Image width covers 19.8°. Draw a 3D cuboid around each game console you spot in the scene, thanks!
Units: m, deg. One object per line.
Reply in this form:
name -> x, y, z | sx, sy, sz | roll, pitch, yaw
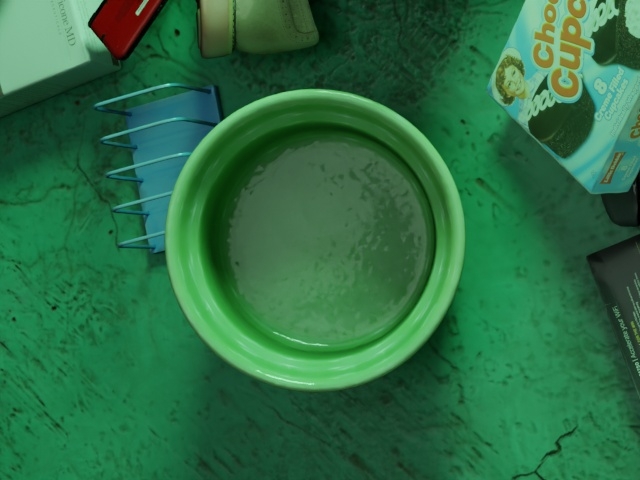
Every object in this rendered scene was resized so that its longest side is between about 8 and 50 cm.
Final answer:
game console -> -0.182, -0.272, 2.035 | 0.144, 0.085, 0.124 | -54, 47, 14

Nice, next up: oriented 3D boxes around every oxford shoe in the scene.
oxford shoe -> -0.062, -0.391, 2.006 | 0.146, 0.140, 0.397 | 1, 86, -4

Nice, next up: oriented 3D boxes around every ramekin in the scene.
ramekin -> 0.000, 0.000, 1.896 | 0.303, 0.148, 0.303 | 0, 90, 5

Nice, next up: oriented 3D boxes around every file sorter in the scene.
file sorter -> -0.173, -0.081, 2.038 | 0.118, 0.104, 0.170 | -14, 83, 23

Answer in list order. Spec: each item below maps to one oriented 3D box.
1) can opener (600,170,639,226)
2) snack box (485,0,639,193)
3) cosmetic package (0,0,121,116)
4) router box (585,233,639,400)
can opener -> 0.324, -0.154, 1.834 | 0.093, 0.074, 0.280 | 3, 89, 24
snack box -> 0.289, -0.228, 1.774 | 0.187, 0.060, 0.322 | 50, 129, 39
cosmetic package -> -0.358, -0.218, 2.136 | 0.231, 0.085, 0.117 | -20, 81, 23
router box -> 0.359, 0.073, 1.827 | 0.133, 0.046, 0.179 | -23, 80, 22
